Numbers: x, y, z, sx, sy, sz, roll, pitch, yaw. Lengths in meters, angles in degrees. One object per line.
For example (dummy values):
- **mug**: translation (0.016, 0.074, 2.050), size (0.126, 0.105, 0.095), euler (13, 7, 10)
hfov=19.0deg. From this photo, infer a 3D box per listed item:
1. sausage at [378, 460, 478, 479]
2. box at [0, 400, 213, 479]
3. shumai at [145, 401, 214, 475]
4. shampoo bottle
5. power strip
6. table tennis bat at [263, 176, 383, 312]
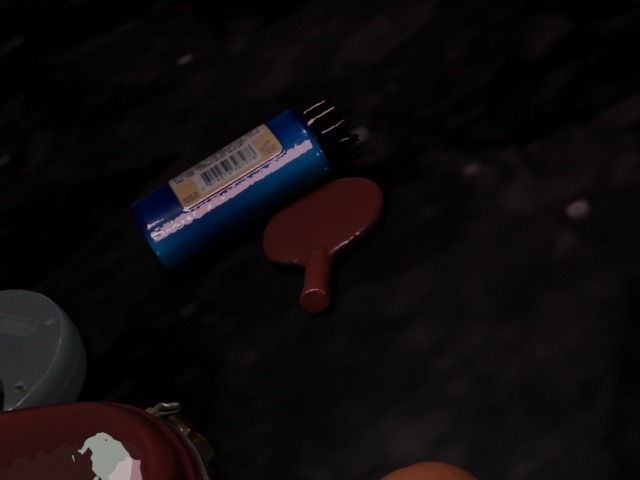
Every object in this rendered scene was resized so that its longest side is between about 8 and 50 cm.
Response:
- **sausage**: translation (0.071, 0.225, 0.956), size (0.121, 0.121, 0.304), euler (-28, 31, 2)
- **box**: translation (-0.237, 0.231, 1.136), size (0.404, 0.108, 0.263), euler (-12, 58, 25)
- **shumai**: translation (-0.119, 0.150, 1.235), size (0.124, 0.099, 0.087), euler (2, 25, 23)
- **shampoo bottle**: translation (-0.057, -0.048, 1.484), size (0.183, 0.050, 0.087), euler (-32, 29, -3)
- **power strip**: translation (-0.259, 0.094, 1.448), size (0.216, 0.044, 0.137), euler (9, 48, 43)
- **table tennis bat**: translation (0.000, 0.000, 1.407), size (0.098, 0.019, 0.154), euler (-18, 32, 15)
